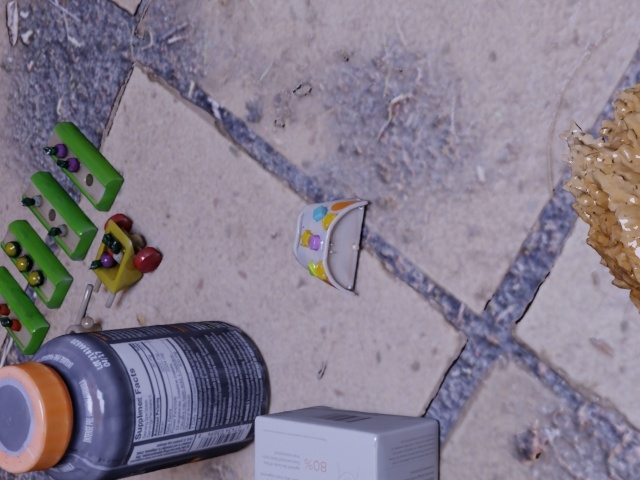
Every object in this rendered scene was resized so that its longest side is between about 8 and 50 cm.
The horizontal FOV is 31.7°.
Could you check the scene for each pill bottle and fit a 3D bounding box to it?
[{"bbox_3d":[-0.171,0.141,0.987,0.130,0.245,0.130,0,90,39],"label":"pill bottle"}]

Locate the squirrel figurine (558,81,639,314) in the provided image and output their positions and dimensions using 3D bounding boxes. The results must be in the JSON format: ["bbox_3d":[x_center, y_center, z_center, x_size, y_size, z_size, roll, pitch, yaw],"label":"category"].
[{"bbox_3d":[0.305,0.025,0.518,0.397,0.370,0.281,-3,89,39],"label":"squirrel figurine"}]

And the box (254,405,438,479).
[{"bbox_3d":[0.021,0.231,0.932,0.130,0.091,0.170,2,91,39],"label":"box"}]

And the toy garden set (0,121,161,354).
[{"bbox_3d":[-0.280,0.029,1.201,0.204,0.049,0.244,45,117,30],"label":"toy garden set"}]

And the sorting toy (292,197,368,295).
[{"bbox_3d":[0.000,0.000,0.986,0.075,0.045,0.083,18,102,57],"label":"sorting toy"}]
